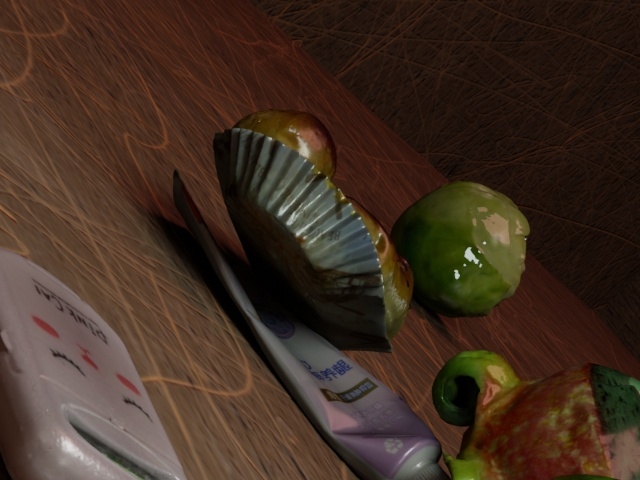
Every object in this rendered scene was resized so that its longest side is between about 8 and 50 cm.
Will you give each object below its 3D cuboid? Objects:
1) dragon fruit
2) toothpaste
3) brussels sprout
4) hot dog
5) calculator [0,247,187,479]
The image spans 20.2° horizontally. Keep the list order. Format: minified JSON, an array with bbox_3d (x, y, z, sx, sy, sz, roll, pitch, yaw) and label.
[{"bbox_3d":[0.179,0.187,1.099,0.295,0.130,0.268,61,16,3],"label":"dragon fruit"},{"bbox_3d":[-0.010,0.069,1.167,0.301,0.048,0.075,47,12,28],"label":"toothpaste"},{"bbox_3d":[0.139,0.005,1.917,0.122,0.149,0.152,21,-18,-36],"label":"brussels sprout"},{"bbox_3d":[0.000,0.000,1.227,0.162,0.082,0.270,47,-9,14],"label":"hot dog"},{"bbox_3d":[-0.102,0.068,0.739,0.100,0.032,0.175,40,11,-39],"label":"calculator"}]
